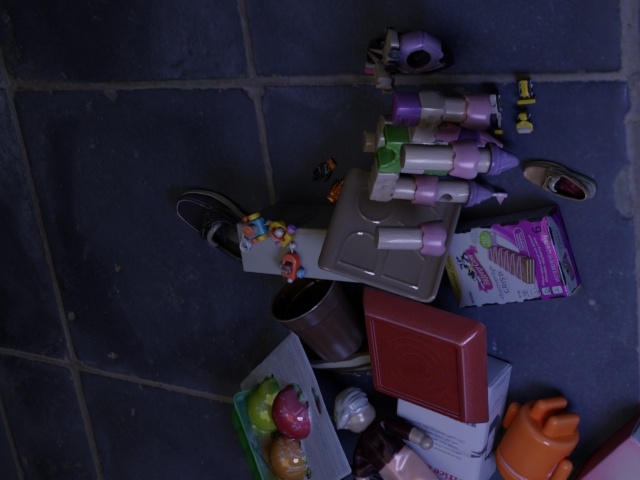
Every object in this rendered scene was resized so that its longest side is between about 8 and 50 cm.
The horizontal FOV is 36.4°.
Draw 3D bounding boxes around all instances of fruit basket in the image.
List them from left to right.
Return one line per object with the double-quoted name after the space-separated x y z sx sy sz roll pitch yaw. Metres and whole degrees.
-0.059 0.409 2.177 0.353 0.165 0.327 -45 62 47 "fruit basket"

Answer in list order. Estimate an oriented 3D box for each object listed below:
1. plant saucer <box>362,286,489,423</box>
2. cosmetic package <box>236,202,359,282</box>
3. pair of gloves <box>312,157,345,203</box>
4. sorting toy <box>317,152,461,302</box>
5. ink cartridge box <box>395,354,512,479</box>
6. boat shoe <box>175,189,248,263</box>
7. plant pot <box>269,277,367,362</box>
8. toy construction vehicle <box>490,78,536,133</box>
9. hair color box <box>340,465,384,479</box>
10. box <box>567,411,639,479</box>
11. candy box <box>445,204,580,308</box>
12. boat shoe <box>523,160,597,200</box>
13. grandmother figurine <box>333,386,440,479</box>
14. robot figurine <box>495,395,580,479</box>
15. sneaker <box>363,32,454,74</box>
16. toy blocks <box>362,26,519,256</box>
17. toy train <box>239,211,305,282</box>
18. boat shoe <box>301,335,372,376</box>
0.191 0.231 1.851 0.258 0.048 0.259 16 132 30 "plant saucer"
0.000 0.000 2.000 0.309 0.160 0.113 5 112 33 "cosmetic package"
0.022 -0.124 2.024 0.083 0.010 0.074 53 130 5 "pair of gloves"
0.144 -0.054 1.843 0.229 0.307 0.041 17 164 3 "sorting toy"
0.266 0.358 2.000 0.198 0.114 0.273 19 120 29 "ink cartridge box"
-0.222 -0.026 2.187 0.285 0.092 0.103 30 125 21 "boat shoe"
0.006 0.160 2.054 0.167 0.167 0.165 -13 128 38 "plant pot"
0.343 -0.239 1.734 0.085 0.035 0.098 -4 111 25 "toy construction vehicle"
0.177 0.615 2.143 0.347 0.174 0.105 7 113 33 "hair color box"
0.579 0.446 1.811 0.148 0.127 0.232 42 128 12 "box"
0.349 0.034 1.823 0.233 0.071 0.159 -11 103 39 "candy box"
0.420 -0.105 1.727 0.135 0.045 0.050 19 120 27 "boat shoe"
0.146 0.448 1.997 0.208 0.104 0.342 -43 77 16 "grandmother figurine"
0.421 0.400 1.905 0.158 0.128 0.219 29 124 12 "robot figurine"
0.157 -0.345 1.792 0.178 0.072 0.077 4 101 27 "sneaker"
0.231 -0.168 1.707 0.260 0.309 0.289 1 144 -9 "toy blocks"
-0.104 0.014 1.948 0.166 0.046 0.125 25 120 25 "toy train"
0.061 0.262 2.122 0.257 0.095 0.095 -7 129 45 "boat shoe"
